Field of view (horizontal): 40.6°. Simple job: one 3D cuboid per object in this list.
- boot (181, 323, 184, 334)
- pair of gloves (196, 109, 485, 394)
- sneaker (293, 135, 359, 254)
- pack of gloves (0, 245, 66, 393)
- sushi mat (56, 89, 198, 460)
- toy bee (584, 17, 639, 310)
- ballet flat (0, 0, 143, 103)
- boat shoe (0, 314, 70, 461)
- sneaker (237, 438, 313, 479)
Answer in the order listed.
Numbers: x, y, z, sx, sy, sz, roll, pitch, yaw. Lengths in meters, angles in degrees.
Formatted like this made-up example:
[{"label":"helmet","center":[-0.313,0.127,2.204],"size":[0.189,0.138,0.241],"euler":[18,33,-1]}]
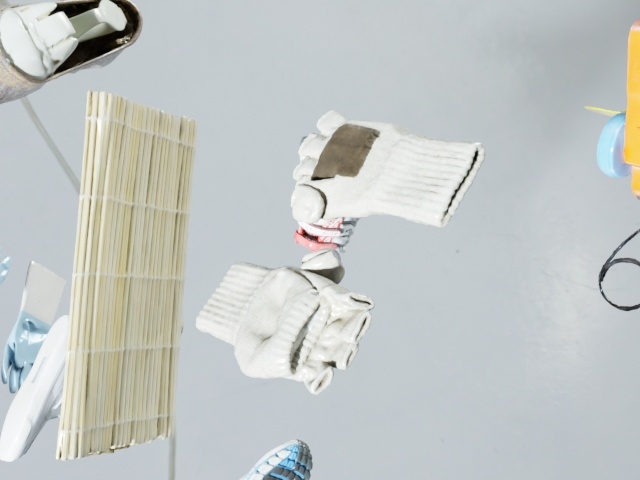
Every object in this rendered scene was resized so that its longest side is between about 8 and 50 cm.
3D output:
[{"label":"boot","center":[-0.297,0.180,1.429],"size":[0.158,0.084,0.059],"euler":[-32,98,4]},{"label":"pair of gloves","center":[0.000,0.000,0.692],"size":[0.042,0.204,0.240],"euler":[39,82,-33]},{"label":"sneaker","center":[0.008,-0.055,1.319],"size":[0.090,0.270,0.144],"euler":[26,86,18]},{"label":"pack of gloves","center":[-0.529,0.129,1.424],"size":[0.046,0.195,0.232],"euler":[-13,55,28]},{"label":"sushi mat","center":[-0.168,0.035,0.782],"size":[0.019,0.151,0.316],"euler":[5,90,26]},{"label":"toy bee","center":[0.372,-0.100,0.943],"size":[0.162,0.298,0.195],"euler":[-20,50,-39]},{"label":"ballet flat","center":[-0.306,-0.235,0.985],"size":[0.106,0.316,0.107],"euler":[-17,106,26]},{"label":"boat shoe","center":[-0.322,0.182,1.038],"size":[0.063,0.066,0.184],"euler":[30,74,-32]},{"label":"sneaker","center":[-0.086,0.317,1.102],"size":[0.071,0.083,0.190],"euler":[36,100,-23]}]
